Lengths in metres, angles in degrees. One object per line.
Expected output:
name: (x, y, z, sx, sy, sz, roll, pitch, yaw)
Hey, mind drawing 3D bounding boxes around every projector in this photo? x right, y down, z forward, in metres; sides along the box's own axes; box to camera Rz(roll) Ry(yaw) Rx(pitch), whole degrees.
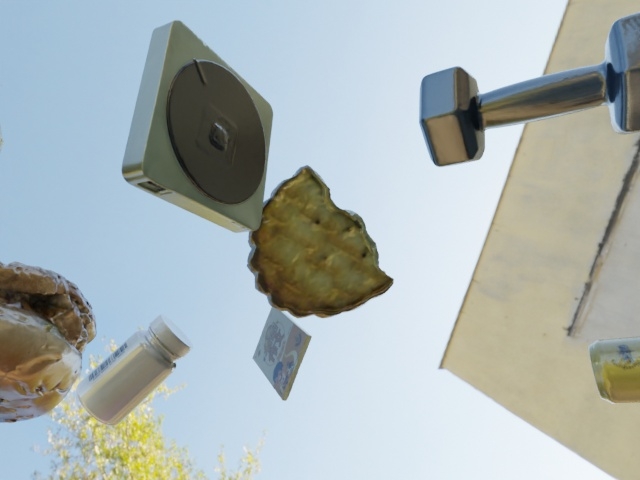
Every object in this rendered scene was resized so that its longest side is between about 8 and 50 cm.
projector: (-0.185, -0.168, 0.714, 0.257, 0.079, 0.259, 31, -120, -56)

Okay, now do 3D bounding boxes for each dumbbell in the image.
dumbbell: (0.306, -0.198, 0.610, 0.144, 0.324, 0.160, 35, -124, -51)

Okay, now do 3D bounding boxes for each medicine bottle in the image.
medicine bottle: (-0.331, 0.231, 0.790, 0.186, 0.102, 0.103, -44, -54, -13)

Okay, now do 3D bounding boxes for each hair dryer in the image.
hair dryer: (0.424, 0.237, 0.527, 0.090, 0.134, 0.279, 56, -143, -30)

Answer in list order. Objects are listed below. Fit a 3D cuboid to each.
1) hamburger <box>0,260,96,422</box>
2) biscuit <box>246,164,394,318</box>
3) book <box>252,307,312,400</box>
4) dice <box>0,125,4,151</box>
hamburger: (-0.374, 0.098, 0.446, 0.243, 0.286, 0.146, 40, -137, -38)
biscuit: (0.000, 0.000, 0.951, 0.329, 0.078, 0.335, 0, -100, -22)
book: (-0.131, 0.345, 1.393, 0.020, 0.295, 0.208, 20, -90, -29)
dice: (-0.505, -0.139, 0.503, 0.169, 0.169, 0.166, 54, -149, -1)
